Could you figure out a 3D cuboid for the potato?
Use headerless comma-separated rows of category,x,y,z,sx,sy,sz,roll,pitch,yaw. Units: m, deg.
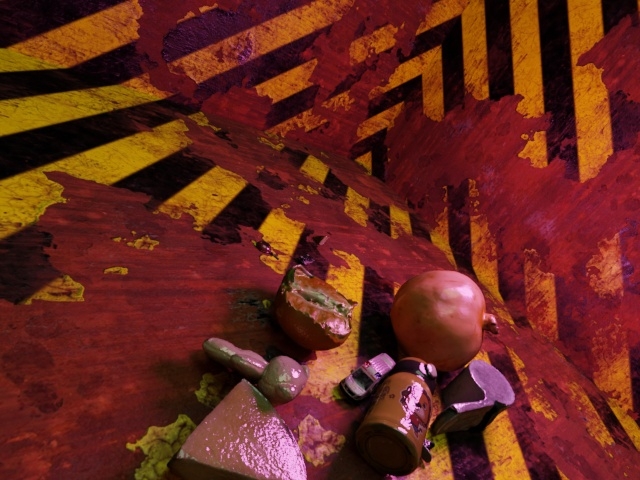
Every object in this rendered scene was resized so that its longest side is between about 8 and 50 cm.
potato,-0.156,0.469,0.881,0.255,0.112,0.269,39,23,6

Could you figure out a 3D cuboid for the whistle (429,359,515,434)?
whistle,0.532,0.574,1.451,0.188,0.168,0.405,40,30,17

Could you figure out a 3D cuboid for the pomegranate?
pomegranate,0.475,0.306,1.611,0.412,0.411,0.411,27,26,-14

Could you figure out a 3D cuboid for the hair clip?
hair clip,0.240,0.572,1.267,0.230,0.039,0.070,34,26,13

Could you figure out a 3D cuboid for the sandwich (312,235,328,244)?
sandwich,0.000,0.000,2.002,0.083,0.043,0.031,-3,-10,42

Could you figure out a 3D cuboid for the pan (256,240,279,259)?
pan,-0.209,0.036,1.702,0.115,0.023,0.068,36,24,7

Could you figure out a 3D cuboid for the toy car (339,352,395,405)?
toy car,0.152,0.431,1.319,0.089,0.108,0.210,46,28,26

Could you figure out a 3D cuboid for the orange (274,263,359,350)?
orange,-0.031,0.225,1.376,0.263,0.196,0.334,40,26,-21

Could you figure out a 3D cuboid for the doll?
doll,-0.178,0.340,1.077,0.279,0.149,0.175,24,13,10

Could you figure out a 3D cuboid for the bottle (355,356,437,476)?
bottle,0.238,0.474,1.209,0.172,0.171,0.351,37,34,7

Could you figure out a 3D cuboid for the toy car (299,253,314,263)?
toy car,-0.061,0.082,1.792,0.041,0.025,0.093,41,22,19
